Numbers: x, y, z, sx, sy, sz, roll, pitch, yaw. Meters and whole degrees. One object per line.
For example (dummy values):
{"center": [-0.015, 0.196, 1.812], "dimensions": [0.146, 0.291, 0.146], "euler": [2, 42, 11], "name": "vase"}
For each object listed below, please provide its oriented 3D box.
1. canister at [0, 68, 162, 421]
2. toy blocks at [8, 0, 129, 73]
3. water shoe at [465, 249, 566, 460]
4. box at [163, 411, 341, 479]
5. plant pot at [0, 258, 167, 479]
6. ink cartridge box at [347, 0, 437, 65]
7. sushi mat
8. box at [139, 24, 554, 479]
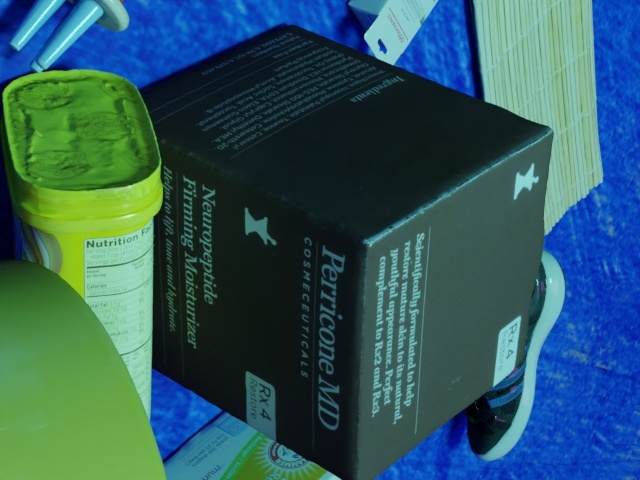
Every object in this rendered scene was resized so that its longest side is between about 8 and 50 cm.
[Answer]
{"center": [-0.125, 0.014, 0.794], "dimensions": [0.073, 0.126, 0.170], "euler": [-5, 124, -14], "name": "canister"}
{"center": [-0.114, -0.164, 0.747], "dimensions": [0.148, 0.054, 0.123], "euler": [-54, 147, -14], "name": "toy blocks"}
{"center": [0.141, 0.095, 1.287], "dimensions": [0.080, 0.073, 0.203], "euler": [2, 116, -24], "name": "water shoe"}
{"center": [-0.041, 0.227, 1.073], "dimensions": [0.114, 0.103, 0.203], "euler": [-39, 140, -32], "name": "box"}
{"center": [-0.222, 0.148, 0.665], "dimensions": [0.239, 0.254, 0.254], "euler": [-9, 121, -33], "name": "plant pot"}
{"center": [0.049, -0.158, 1.000], "dimensions": [0.083, 0.028, 0.048], "euler": [-56, 146, -12], "name": "ink cartridge box"}
{"center": [0.177, -0.126, 1.210], "dimensions": [0.151, 0.019, 0.316], "euler": [-43, 142, -27], "name": "sushi mat"}
{"center": [0.000, 0.000, 0.883], "dimensions": [0.167, 0.203, 0.168], "euler": [-30, 134, -40], "name": "box"}
